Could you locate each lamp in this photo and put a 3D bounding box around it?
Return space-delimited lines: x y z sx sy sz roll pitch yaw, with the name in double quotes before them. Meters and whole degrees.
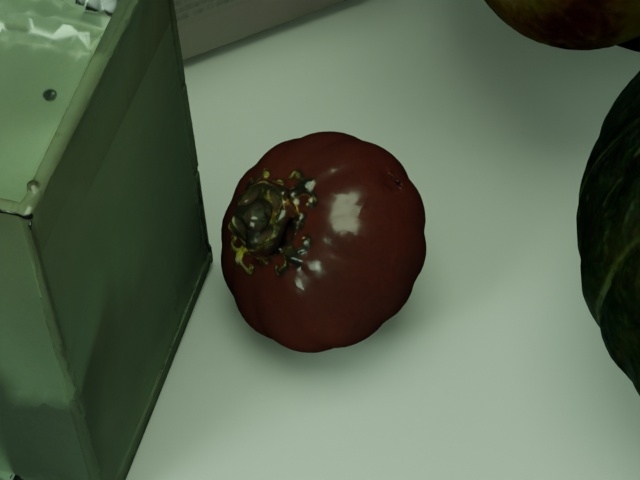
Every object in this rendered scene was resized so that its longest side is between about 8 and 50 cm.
"lamp" 0.000 0.000 0.779 0.101 0.090 0.101 -16 62 33

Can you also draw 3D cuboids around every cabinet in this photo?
"cabinet" -0.142 -0.015 0.720 0.145 0.206 0.150 12 54 11

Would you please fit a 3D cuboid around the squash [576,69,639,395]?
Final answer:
"squash" 0.211 0.002 0.717 0.218 0.172 0.218 21 41 -20

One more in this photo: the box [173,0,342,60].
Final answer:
"box" -0.114 -0.191 0.919 0.252 0.106 0.203 -23 54 -14

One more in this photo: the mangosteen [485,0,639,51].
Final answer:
"mangosteen" 0.153 -0.226 0.798 0.307 0.307 0.347 35 37 25
